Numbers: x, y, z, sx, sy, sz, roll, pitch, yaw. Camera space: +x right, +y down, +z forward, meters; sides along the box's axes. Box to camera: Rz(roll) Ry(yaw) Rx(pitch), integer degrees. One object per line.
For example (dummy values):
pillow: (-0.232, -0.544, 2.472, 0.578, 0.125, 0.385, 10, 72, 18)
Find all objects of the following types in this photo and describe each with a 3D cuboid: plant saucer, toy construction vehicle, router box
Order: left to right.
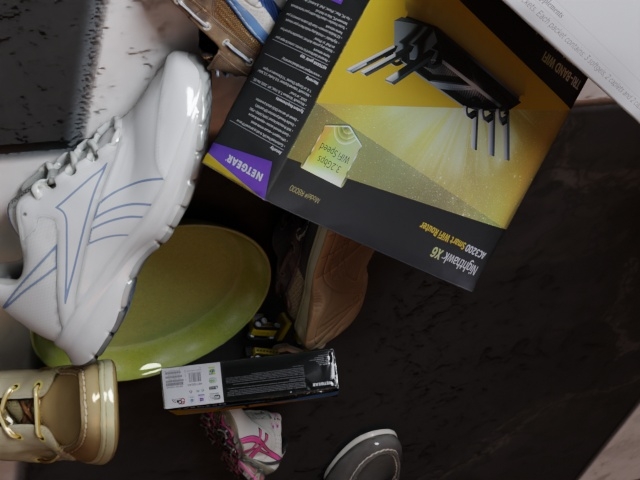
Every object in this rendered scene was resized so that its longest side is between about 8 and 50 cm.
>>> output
plant saucer: (-0.167, 0.053, 1.171, 0.241, 0.037, 0.241, -17, 145, -13)
router box: (-0.071, 0.151, 1.264, 0.179, 0.046, 0.133, -7, 169, -1)
toy construction vehicle: (-0.045, 0.110, 1.334, 0.098, 0.035, 0.086, 4, 136, -25)
router box: (0.079, -0.110, 0.980, 0.309, 0.081, 0.243, 22, 97, -50)

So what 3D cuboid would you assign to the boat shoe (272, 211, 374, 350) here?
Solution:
boat shoe: (0.000, 0.000, 1.157, 0.103, 0.092, 0.285, -36, 156, -27)

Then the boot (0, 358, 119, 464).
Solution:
boot: (-0.302, 0.157, 1.100, 0.203, 0.095, 0.262, 5, 169, -25)

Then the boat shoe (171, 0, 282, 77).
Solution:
boat shoe: (-0.064, -0.163, 0.933, 0.066, 0.066, 0.183, -26, 139, 11)

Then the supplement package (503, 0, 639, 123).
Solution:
supplement package: (0.196, -0.235, 0.871, 0.145, 0.204, 0.262, -41, 143, 20)

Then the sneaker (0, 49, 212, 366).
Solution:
sneaker: (-0.182, -0.031, 0.985, 0.129, 0.111, 0.297, 27, 110, -13)

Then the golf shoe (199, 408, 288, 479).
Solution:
golf shoe: (-0.089, 0.227, 1.444, 0.086, 0.067, 0.186, -46, 150, -18)

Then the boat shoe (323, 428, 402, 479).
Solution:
boat shoe: (0.046, 0.393, 1.712, 0.112, 0.095, 0.335, -4, 140, -29)
